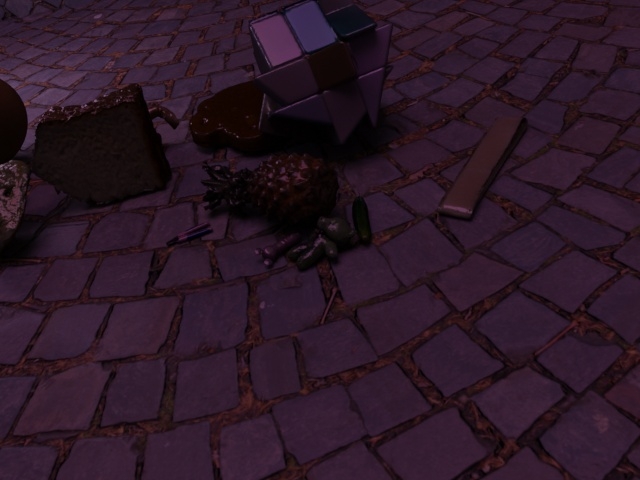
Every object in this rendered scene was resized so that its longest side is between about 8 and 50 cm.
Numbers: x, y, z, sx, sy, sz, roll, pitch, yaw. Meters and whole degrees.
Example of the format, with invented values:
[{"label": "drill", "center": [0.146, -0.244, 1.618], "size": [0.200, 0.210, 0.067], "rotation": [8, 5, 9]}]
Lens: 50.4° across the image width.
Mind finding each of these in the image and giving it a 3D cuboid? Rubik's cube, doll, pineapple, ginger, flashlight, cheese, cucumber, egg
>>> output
[{"label": "Rubik's cube", "center": [-0.005, -0.423, 1.739], "size": [0.387, 0.368, 0.358], "rotation": [-23, 8, -4]}, {"label": "doll", "center": [0.000, 0.000, 1.443], "size": [0.150, 0.077, 0.115], "rotation": [-38, 32, -11]}, {"label": "pineapple", "center": [-0.131, -0.126, 1.569], "size": [0.361, 0.175, 0.175], "rotation": [12, 44, 34]}, {"label": "ginger", "center": [-0.543, -0.334, 1.939], "size": [0.288, 0.075, 0.089], "rotation": [-9, 16, 5]}, {"label": "flashlight", "center": [-0.088, 0.015, 1.480], "size": [0.110, 0.031, 0.052], "rotation": [-31, 65, -27]}, {"label": "cheese", "center": [0.382, -0.179, 1.580], "size": [0.085, 0.034, 0.400], "rotation": [8, 42, 33]}, {"label": "cucumber", "center": [0.089, -0.047, 1.497], "size": [0.039, 0.039, 0.168], "rotation": [-11, 40, 4]}, {"label": "egg", "center": [-1.052, -0.330, 1.994], "size": [0.374, 0.301, 0.301], "rotation": [-31, 41, -16]}]

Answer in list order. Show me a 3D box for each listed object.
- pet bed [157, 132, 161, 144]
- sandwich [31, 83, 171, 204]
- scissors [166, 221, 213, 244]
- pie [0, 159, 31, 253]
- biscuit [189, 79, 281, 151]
[{"label": "pet bed", "center": [-0.550, -0.272, 1.941], "size": [0.201, 0.053, 0.201], "rotation": [-5, 24, 2]}, {"label": "sandwich", "center": [-0.579, -0.234, 1.760], "size": [0.325, 0.262, 0.131], "rotation": [-16, 32, -3]}, {"label": "scissors", "center": [-0.309, -0.013, 1.597], "size": [0.113, 0.012, 0.039], "rotation": [-24, 38, -13]}, {"label": "pie", "center": [-0.795, -0.077, 1.684], "size": [0.201, 0.090, 0.248], "rotation": [-25, 58, 39]}, {"label": "biscuit", "center": [-0.201, -0.360, 1.957], "size": [0.359, 0.074, 0.381], "rotation": [-14, 40, 3]}]
